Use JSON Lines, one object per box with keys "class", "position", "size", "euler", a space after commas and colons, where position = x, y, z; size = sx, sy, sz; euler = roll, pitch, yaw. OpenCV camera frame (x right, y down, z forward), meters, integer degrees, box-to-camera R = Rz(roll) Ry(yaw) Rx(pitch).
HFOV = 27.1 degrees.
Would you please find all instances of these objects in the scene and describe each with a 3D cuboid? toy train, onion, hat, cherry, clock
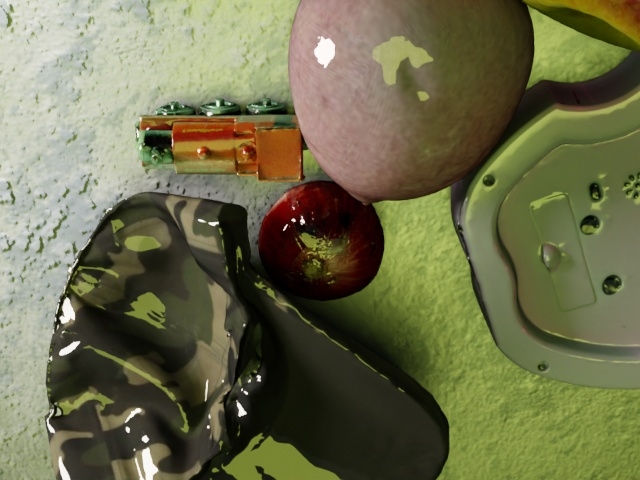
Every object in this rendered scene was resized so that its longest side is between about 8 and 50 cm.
{"class": "toy train", "position": [-0.098, -0.097, 1.297], "size": [0.176, 0.118, 0.074], "euler": [1, 106, 0]}
{"class": "onion", "position": [0.000, 0.000, 1.328], "size": [0.131, 0.131, 0.131], "euler": [1, 109, 2]}
{"class": "hat", "position": [-0.076, 0.150, 1.344], "size": [0.382, 0.257, 0.366], "euler": [26, 111, -25]}
{"class": "cherry", "position": [0.085, -0.144, 1.214], "size": [0.206, 0.239, 0.239], "euler": [3, 116, 46]}
{"class": "clock", "position": [0.300, -0.011, 1.318], "size": [0.339, 0.102, 0.338], "euler": [1, 109, 2]}

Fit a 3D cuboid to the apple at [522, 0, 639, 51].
{"class": "apple", "position": [0.286, -0.312, 1.095], "size": [0.340, 0.339, 0.339], "euler": [1, 109, 2]}
